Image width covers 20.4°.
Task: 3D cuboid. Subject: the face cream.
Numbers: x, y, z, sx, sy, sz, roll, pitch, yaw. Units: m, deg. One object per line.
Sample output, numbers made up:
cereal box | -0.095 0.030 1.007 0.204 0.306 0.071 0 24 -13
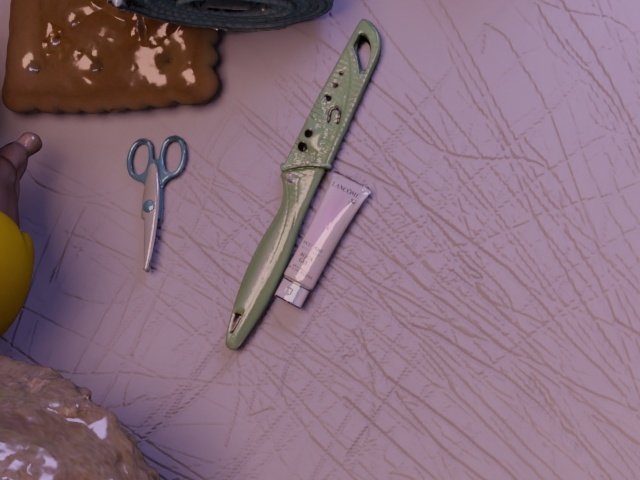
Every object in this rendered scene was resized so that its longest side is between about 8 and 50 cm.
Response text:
face cream | 0.000 0.000 1.441 0.038 0.020 0.115 28 88 26

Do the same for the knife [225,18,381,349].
knife | -0.018 -0.046 1.459 0.043 0.020 0.293 25 88 27

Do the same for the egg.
egg | -0.262 0.220 1.369 0.310 0.279 0.279 23 88 44

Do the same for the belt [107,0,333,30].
belt | -0.070 -0.224 1.443 0.147 0.163 0.082 -14 76 35

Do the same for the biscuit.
biscuit | -0.178 -0.269 1.564 0.217 0.044 0.325 0 78 22

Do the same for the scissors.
scissors | -0.142 -0.032 1.511 0.058 0.014 0.119 -4 74 23

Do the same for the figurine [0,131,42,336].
figurine | -0.342 -0.066 1.474 0.187 0.215 0.344 -24 62 27
